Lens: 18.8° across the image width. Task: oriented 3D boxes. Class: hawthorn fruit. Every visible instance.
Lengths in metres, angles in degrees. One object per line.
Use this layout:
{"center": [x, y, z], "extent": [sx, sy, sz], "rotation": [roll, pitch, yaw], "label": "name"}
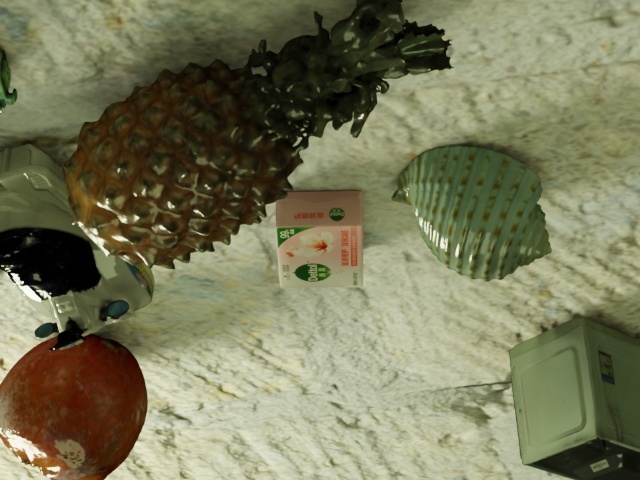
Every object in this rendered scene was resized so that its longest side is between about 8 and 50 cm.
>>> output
{"center": [-0.274, 0.184, 2.146], "extent": [0.172, 0.173, 0.173], "rotation": [-1, 149, 0], "label": "hawthorn fruit"}

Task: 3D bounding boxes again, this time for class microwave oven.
{"center": [0.320, 0.194, 2.172], "extent": [0.205, 0.163, 0.129], "rotation": [22, 145, -38], "label": "microwave oven"}

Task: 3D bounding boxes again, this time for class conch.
{"center": [0.154, -0.023, 1.870], "extent": [0.153, 0.102, 0.135], "rotation": [11, 133, -18], "label": "conch"}

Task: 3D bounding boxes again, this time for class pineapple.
{"center": [-0.059, -0.107, 1.679], "extent": [0.361, 0.175, 0.175], "rotation": [-32, 138, 28], "label": "pineapple"}

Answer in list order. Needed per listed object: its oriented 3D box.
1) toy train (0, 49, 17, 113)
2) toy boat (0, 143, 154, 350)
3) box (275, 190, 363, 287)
{"center": [-0.345, -0.139, 1.718], "extent": [0.148, 0.038, 0.071], "rotation": [-1, 146, 2], "label": "toy train"}
{"center": [-0.259, 0.020, 1.901], "extent": [0.140, 0.141, 0.269], "rotation": [-14, 133, 21], "label": "toy boat"}
{"center": [0.000, 0.000, 1.951], "extent": [0.089, 0.043, 0.125], "rotation": [-2, 149, 2], "label": "box"}
